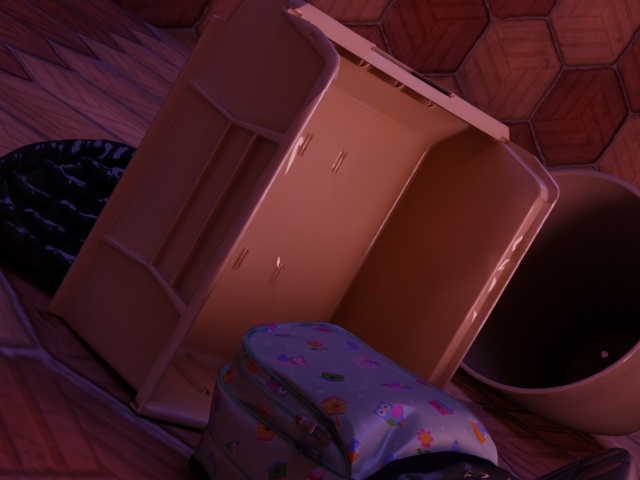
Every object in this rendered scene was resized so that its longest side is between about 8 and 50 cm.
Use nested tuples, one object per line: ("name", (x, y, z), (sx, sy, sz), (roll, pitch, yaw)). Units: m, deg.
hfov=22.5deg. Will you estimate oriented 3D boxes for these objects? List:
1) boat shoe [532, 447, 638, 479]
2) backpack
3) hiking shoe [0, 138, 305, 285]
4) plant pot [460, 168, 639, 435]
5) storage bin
("boat shoe", (0.169, 0.220, 1.009), (0.116, 0.123, 0.324), (64, 11, -4))
("backpack", (0.015, 0.124, 0.891), (0.152, 0.115, 0.182), (11, 15, -46))
("hiking shoe", (-0.129, 0.004, 1.171), (0.304, 0.113, 0.132), (11, -19, -39))
("plant pot", (0.285, 0.100, 1.735), (0.256, 0.256, 0.274), (40, -6, 38))
("storage bin", (0.000, 0.000, 1.073), (0.262, 0.260, 0.123), (24, 9, -48))
